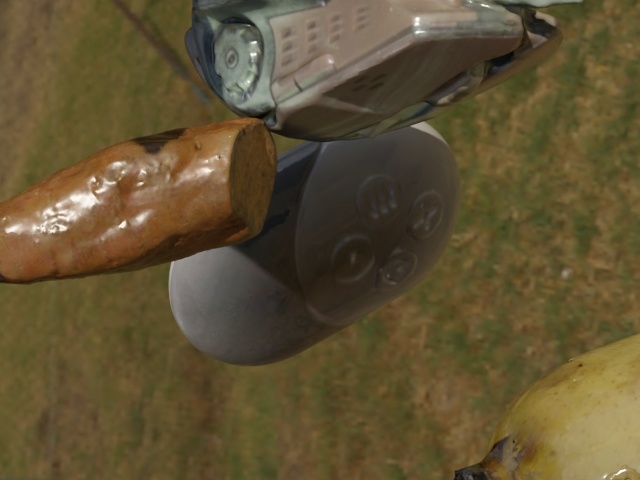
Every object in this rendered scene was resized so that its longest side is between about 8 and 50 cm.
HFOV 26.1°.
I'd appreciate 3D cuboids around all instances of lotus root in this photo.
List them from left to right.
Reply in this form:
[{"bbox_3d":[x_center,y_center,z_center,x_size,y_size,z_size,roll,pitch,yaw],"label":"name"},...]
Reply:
[{"bbox_3d":[0.216,0.134,0.880,0.160,0.284,0.146,176,75,-85],"label":"lotus root"}]

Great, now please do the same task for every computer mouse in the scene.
[{"bbox_3d":[0.045,-0.132,1.027,0.389,0.199,0.115,3,98,47],"label":"computer mouse"}]

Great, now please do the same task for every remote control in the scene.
[{"bbox_3d":[0.000,0.000,1.376,0.103,0.332,0.221,43,156,50],"label":"remote control"}]

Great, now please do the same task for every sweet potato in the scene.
[{"bbox_3d":[-0.146,-0.020,0.975,0.097,0.251,0.097,163,90,-82],"label":"sweet potato"}]
